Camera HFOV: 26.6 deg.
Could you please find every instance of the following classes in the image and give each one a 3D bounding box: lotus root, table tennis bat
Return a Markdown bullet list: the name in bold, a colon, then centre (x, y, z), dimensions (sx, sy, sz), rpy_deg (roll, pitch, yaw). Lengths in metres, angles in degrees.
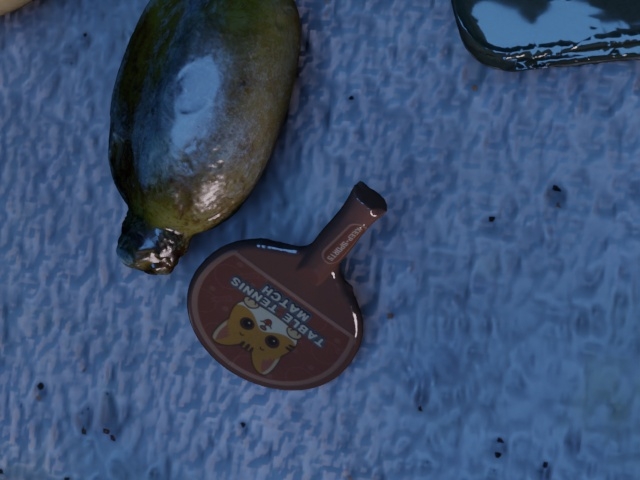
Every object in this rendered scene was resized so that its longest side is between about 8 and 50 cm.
- **lotus root**: centre (-0.075, -0.071, 0.804), dimensions (0.113, 0.088, 0.192), rpy_deg (20, 94, 46)
- **table tennis bat**: centre (0.000, 0.000, 0.829), dimensions (0.107, 0.119, 0.170), rpy_deg (34, 129, -7)

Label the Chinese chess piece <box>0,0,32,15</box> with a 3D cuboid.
- **Chinese chess piece**: centre (-0.242, -0.267, 0.832), dimensions (0.270, 0.112, 0.270), rpy_deg (2, 96, 18)

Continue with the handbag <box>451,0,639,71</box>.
- **handbag**: centre (0.182, -0.231, 0.733), dimensions (0.247, 0.079, 0.260), rpy_deg (-6, 87, 15)
